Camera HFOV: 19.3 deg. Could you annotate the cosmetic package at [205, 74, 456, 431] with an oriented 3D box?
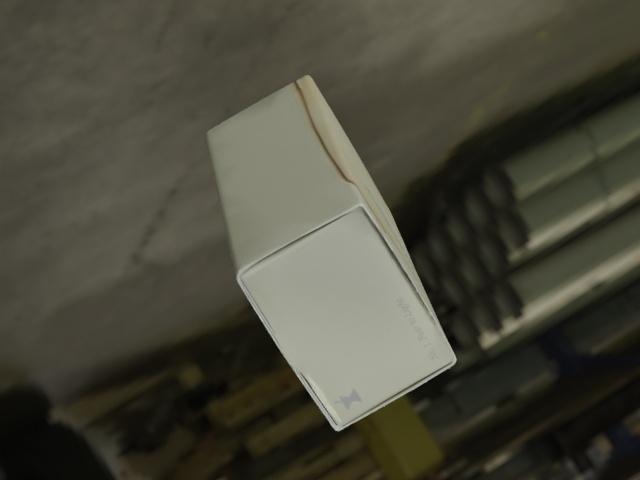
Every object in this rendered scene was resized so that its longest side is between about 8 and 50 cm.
[{"bbox_3d":[0.000,0.000,1.514,0.113,0.160,0.309,-30,-155,4],"label":"cosmetic package"}]
